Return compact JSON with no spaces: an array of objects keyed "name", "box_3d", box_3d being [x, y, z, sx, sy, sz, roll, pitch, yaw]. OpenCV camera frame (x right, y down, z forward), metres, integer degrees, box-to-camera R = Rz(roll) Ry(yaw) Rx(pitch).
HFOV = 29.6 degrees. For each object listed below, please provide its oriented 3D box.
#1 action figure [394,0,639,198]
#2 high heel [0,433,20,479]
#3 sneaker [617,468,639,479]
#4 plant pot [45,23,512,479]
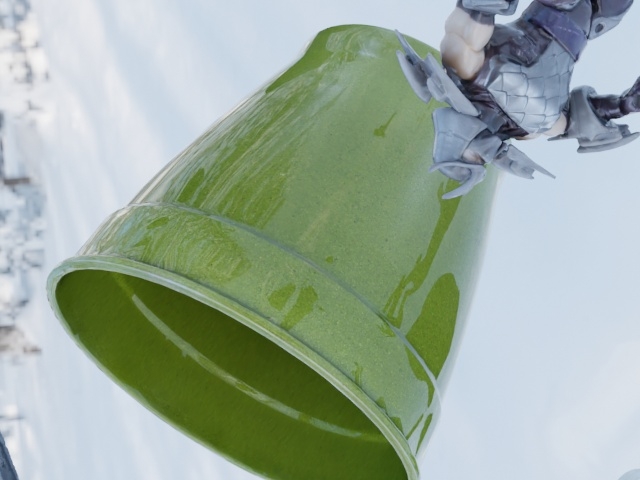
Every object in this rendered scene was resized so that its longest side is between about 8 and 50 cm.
[{"name":"action figure","box_3d":[0.154,-0.142,0.720,0.099,0.185,0.285,37,91,33]},{"name":"high heel","box_3d":[-0.219,0.223,0.573,0.261,0.093,0.186,-52,36,4]},{"name":"sneaker","box_3d":[0.344,0.309,1.225,0.152,0.305,0.114,2,93,32]},{"name":"plant pot","box_3d":[0.000,0.000,1.118,0.353,0.366,0.366,-59,0,-26]}]
